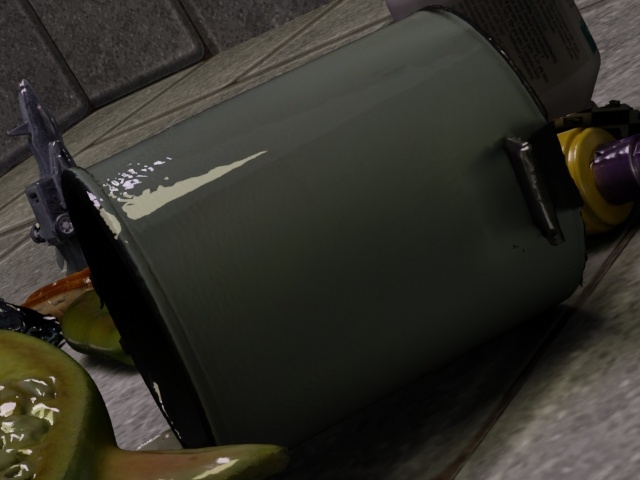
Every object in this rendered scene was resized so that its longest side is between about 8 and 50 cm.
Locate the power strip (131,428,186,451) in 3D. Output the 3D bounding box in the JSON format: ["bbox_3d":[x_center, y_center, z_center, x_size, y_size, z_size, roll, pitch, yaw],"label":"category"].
[{"bbox_3d":[-0.175,0.209,0.923,0.286,0.048,0.080,-35,17,-18],"label":"power strip"}]

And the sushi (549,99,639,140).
[{"bbox_3d":[0.205,-0.082,1.040,0.126,0.026,0.120,17,-23,-42],"label":"sushi"}]

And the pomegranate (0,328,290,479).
[{"bbox_3d":[-0.187,0.192,0.730,0.358,0.216,0.310,0,20,-3],"label":"pomegranate"}]

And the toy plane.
[{"bbox_3d":[-0.339,-0.072,1.772,0.088,0.267,0.212,-33,14,-34],"label":"toy plane"}]

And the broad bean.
[{"bbox_3d":[-0.201,0.087,1.381,0.325,0.067,0.075,7,70,64],"label":"broad bean"}]

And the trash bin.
[{"bbox_3d":[0.000,0.000,0.886,0.262,0.217,0.277,-27,14,-16],"label":"trash bin"}]

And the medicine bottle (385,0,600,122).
[{"bbox_3d":[0.154,-0.147,1.138,0.135,0.215,0.135,-29,14,8],"label":"medicine bottle"}]

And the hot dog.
[{"bbox_3d":[-0.296,0.068,1.652,0.165,0.045,0.071,-21,15,31],"label":"hot dog"}]

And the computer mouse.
[{"bbox_3d":[-0.406,0.126,1.559,0.241,0.077,0.146,-8,35,-10],"label":"computer mouse"}]

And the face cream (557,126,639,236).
[{"bbox_3d":[0.162,-0.034,1.018,0.273,0.078,0.078,-17,19,43],"label":"face cream"}]
